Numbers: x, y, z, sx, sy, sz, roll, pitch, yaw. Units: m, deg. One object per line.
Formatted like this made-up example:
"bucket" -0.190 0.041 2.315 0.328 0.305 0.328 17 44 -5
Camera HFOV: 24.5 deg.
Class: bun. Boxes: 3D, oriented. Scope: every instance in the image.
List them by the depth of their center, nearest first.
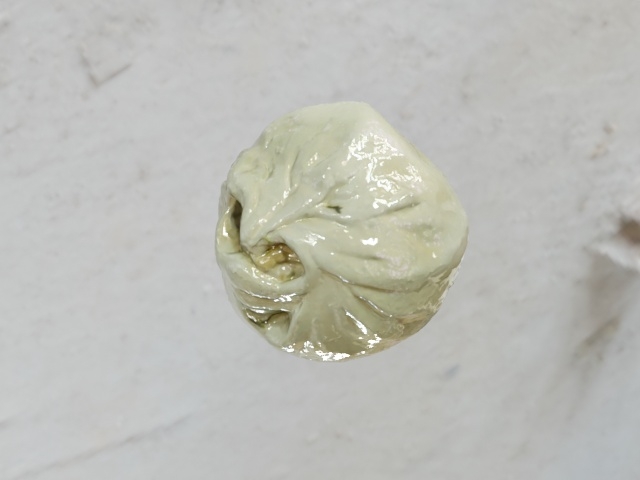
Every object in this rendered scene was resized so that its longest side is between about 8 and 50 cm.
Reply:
"bun" 0.000 0.000 1.209 0.231 0.231 0.133 -52 169 27
